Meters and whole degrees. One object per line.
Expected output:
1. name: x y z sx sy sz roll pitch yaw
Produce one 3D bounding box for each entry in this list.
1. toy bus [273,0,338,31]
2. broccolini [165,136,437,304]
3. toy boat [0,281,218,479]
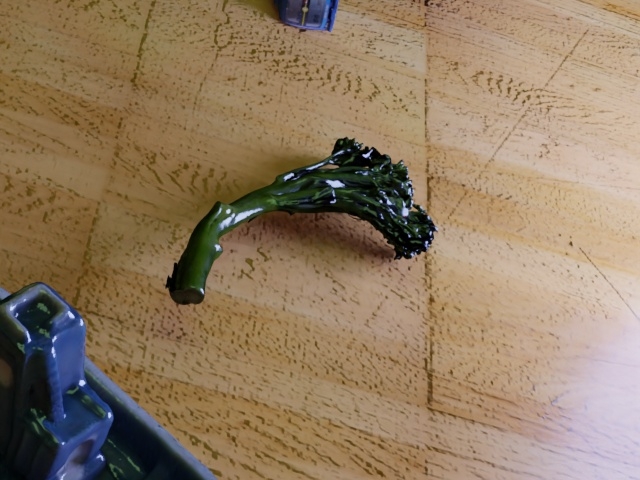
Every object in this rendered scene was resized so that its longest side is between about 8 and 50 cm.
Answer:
1. toy bus: -0.016 -0.251 1.247 0.061 0.051 0.153 1 46 -9
2. broccolini: -0.006 0.002 0.975 0.123 0.062 0.271 25 33 23
3. toy boat: -0.151 0.102 0.736 0.309 0.142 0.129 40 40 17
